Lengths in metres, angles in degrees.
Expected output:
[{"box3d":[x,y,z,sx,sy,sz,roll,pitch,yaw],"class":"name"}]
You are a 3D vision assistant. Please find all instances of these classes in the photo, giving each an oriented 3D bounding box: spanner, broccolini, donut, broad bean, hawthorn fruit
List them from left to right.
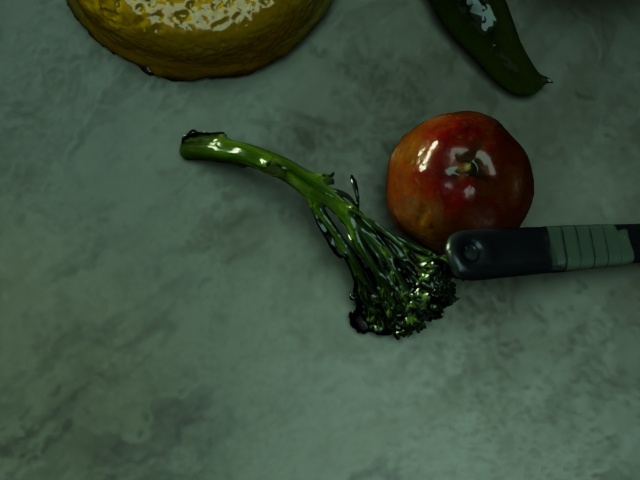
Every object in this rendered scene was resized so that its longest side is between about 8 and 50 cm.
[{"box3d":[-0.073,-0.219,1.198,0.259,0.101,0.152,-33,91,-2],"class":"donut"},{"box3d":[-0.007,-0.005,1.196,0.271,0.062,0.123,31,125,17],"class":"broccolini"},{"box3d":[0.093,-0.240,1.237,0.060,0.043,0.297,-43,86,11],"class":"broad bean"},{"box3d":[0.120,-0.048,1.178,0.125,0.140,0.125,15,57,-25],"class":"hawthorn fruit"},{"box3d":[0.238,-0.001,1.173,0.316,0.024,0.087,-3,72,-24],"class":"spanner"}]
